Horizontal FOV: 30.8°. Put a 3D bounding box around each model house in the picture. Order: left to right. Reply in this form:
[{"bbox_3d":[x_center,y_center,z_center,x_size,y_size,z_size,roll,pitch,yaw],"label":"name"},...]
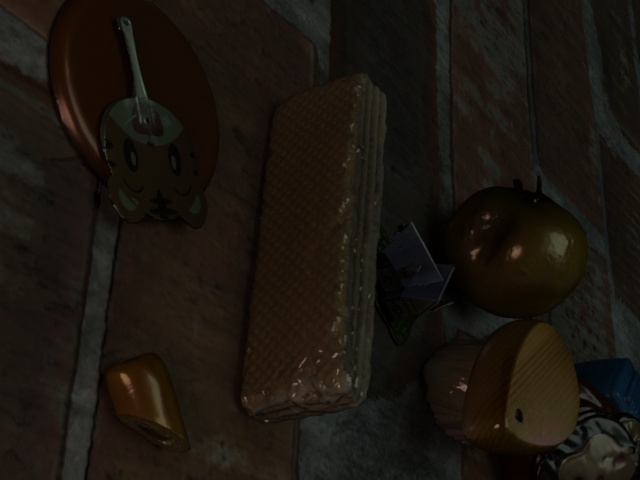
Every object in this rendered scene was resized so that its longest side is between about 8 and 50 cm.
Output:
[{"bbox_3d":[0.121,0.043,1.539,0.167,0.088,0.117,61,34,-18],"label":"model house"}]

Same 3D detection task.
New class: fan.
[{"bbox_3d":[-0.178,-0.122,1.186,0.153,0.008,0.226,0,76,-57],"label":"fan"}]

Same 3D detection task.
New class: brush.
[{"bbox_3d":[0.224,0.211,1.547,0.267,0.166,0.174,-23,97,-58],"label":"brush"}]

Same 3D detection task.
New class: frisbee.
[{"bbox_3d":[-0.186,-0.149,1.215,0.251,0.021,0.250,33,48,-46],"label":"frisbee"}]

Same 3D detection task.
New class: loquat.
[{"bbox_3d":[0.283,0.012,1.700,0.213,0.213,0.213,32,50,-48],"label":"loquat"}]

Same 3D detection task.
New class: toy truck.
[{"bbox_3d":[0.484,0.386,1.877,0.161,0.162,0.384,-42,112,-58],"label":"toy truck"}]

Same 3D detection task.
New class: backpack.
[{"bbox_3d":[0.355,0.300,1.715,0.229,0.139,0.229,2,83,-13],"label":"backpack"}]

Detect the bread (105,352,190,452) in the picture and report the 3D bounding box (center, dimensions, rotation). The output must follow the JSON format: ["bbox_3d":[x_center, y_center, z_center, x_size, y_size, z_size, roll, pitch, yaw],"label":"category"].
[{"bbox_3d":[-0.159,0.157,1.082,0.062,0.049,0.103,-14,86,-59],"label":"bread"}]

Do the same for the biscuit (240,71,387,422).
[{"bbox_3d":[0.000,0.000,1.320,0.078,0.144,0.425,41,45,-43],"label":"biscuit"}]
